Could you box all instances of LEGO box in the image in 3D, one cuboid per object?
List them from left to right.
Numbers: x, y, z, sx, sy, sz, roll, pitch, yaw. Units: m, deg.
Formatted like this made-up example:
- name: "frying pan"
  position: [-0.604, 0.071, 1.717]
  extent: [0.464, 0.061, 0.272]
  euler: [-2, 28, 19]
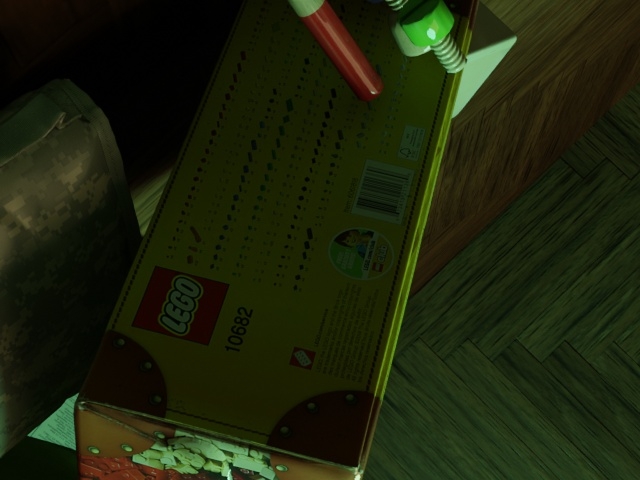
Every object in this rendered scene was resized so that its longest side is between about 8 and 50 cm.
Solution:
- name: "LEGO box"
  position: [-0.028, 0.052, 1.143]
  extent: [0.372, 0.193, 0.500]
  euler: [100, 5, -51]

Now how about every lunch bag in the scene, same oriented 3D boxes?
- name: "lunch bag"
  position: [-0.257, 0.026, 0.998]
  extent: [0.235, 0.169, 0.287]
  euler: [-40, 159, -26]

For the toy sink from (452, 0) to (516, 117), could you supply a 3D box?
- name: "toy sink"
  position: [0.065, -0.192, 1.395]
  extent: [0.131, 0.153, 0.234]
  euler: [-52, 167, 33]

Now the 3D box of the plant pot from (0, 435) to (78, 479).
- name: "plant pot"
  position: [-0.370, 0.254, 1.153]
  extent: [0.275, 0.275, 0.293]
  euler: [-46, 134, 7]

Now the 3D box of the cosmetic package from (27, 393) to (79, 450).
- name: "cosmetic package"
  position: [-0.327, 0.318, 1.589]
  extent: [0.113, 0.160, 0.309]
  euler: [-50, -178, 30]

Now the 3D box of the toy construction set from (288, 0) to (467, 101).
- name: "toy construction set"
  position: [0.062, -0.292, 1.002]
  extent: [0.237, 0.257, 0.309]
  euler: [50, 63, -35]
